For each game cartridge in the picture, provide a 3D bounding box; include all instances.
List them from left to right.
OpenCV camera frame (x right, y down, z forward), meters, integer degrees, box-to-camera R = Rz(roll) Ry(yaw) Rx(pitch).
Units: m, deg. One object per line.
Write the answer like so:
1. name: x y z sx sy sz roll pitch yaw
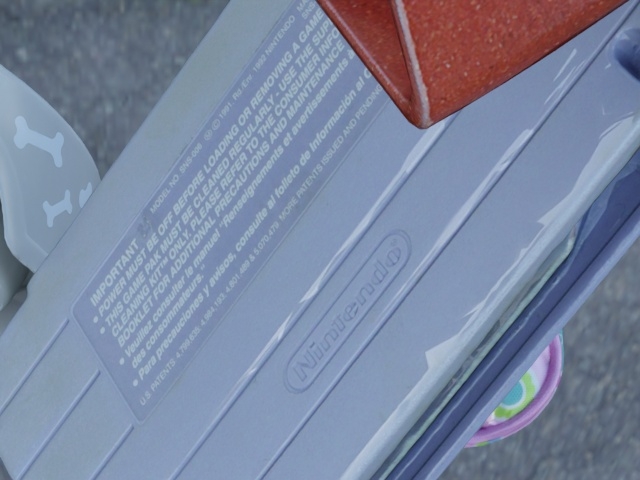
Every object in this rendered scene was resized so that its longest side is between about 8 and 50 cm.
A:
1. game cartridge: 0.000 0.000 0.736 0.068 0.355 0.230 25 20 -40

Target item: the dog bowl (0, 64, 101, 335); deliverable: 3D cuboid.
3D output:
1. dog bowl: -0.288 -0.040 1.054 0.348 0.349 0.102 18 68 5

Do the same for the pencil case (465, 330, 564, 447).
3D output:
1. pencil case: 0.057 0.039 1.000 0.124 0.284 0.124 0 92 -3

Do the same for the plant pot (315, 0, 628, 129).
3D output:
1. plant pot: 0.055 -0.237 0.449 0.235 0.267 0.267 -24 40 -7
